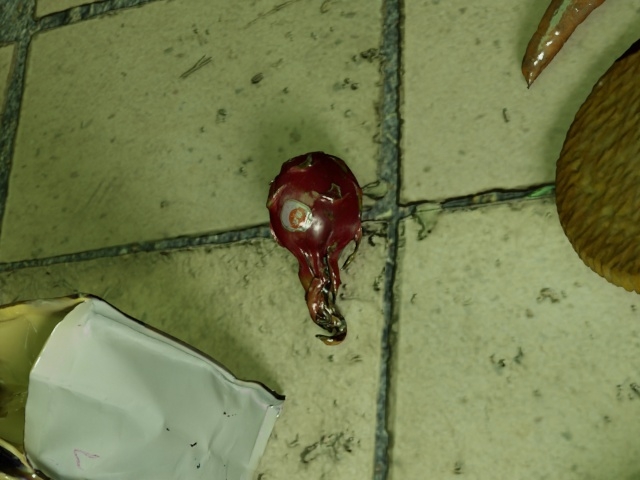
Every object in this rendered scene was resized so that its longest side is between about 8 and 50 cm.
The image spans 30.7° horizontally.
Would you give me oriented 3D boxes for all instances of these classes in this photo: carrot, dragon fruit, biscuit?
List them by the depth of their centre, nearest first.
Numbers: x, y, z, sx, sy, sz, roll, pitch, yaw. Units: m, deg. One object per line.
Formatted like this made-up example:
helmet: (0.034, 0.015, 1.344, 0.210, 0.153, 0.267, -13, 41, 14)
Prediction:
biscuit: (0.317, -0.084, 0.911, 0.305, 0.038, 0.305, -31, 38, 27)
carrot: (0.245, -0.238, 1.062, 0.057, 0.057, 0.224, 37, 93, 35)
dragon fruit: (0.000, 0.000, 1.074, 0.094, 0.094, 0.190, -15, 67, 23)

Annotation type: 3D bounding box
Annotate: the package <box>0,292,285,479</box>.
package: (-0.188, 0.181, 0.959, 0.221, 0.311, 0.165, -13, 61, 22)
